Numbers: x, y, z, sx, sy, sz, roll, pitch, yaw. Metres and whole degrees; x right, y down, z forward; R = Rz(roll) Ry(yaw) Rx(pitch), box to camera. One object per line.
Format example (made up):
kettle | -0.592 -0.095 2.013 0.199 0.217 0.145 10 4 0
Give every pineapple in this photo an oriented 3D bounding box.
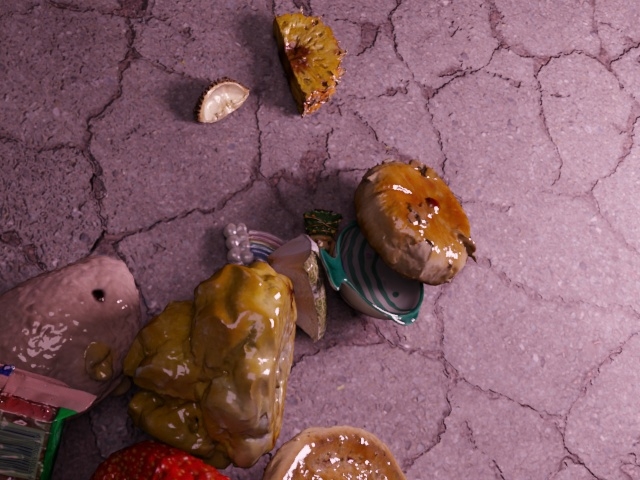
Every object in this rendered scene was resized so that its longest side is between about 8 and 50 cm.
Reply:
pineapple | -0.006 -0.363 1.742 0.135 0.079 0.233 -9 71 -18

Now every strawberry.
strawberry | -0.215 0.421 1.245 0.250 0.238 0.289 -2 59 -52

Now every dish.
dish | 0.078 0.069 1.559 0.246 0.078 0.224 3 56 -43

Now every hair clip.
hair clip | -0.101 0.070 1.568 0.140 0.054 0.220 -1 64 -12

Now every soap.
soap | -0.463 0.312 1.266 0.217 0.274 0.098 18 28 -4

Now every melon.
melon | -0.033 0.071 1.499 0.093 0.139 0.203 -11 73 -9

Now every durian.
durian | -0.195 -0.277 1.680 0.130 0.052 0.066 -37 82 -23

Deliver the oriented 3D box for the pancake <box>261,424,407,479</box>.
pancake | 0.051 0.444 1.346 0.356 0.065 0.356 34 43 -39

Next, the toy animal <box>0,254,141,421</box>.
toy animal | -0.432 0.176 1.370 0.358 0.188 0.227 -33 79 -15

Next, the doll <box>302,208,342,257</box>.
doll | -0.003 -0.004 1.620 0.078 0.076 0.113 6 100 -19

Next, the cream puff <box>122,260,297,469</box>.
cream puff | -0.175 0.186 1.361 0.257 0.325 0.291 2 43 4

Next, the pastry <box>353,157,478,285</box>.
pastry | 0.175 -0.038 1.586 0.257 0.121 0.236 36 36 -14
